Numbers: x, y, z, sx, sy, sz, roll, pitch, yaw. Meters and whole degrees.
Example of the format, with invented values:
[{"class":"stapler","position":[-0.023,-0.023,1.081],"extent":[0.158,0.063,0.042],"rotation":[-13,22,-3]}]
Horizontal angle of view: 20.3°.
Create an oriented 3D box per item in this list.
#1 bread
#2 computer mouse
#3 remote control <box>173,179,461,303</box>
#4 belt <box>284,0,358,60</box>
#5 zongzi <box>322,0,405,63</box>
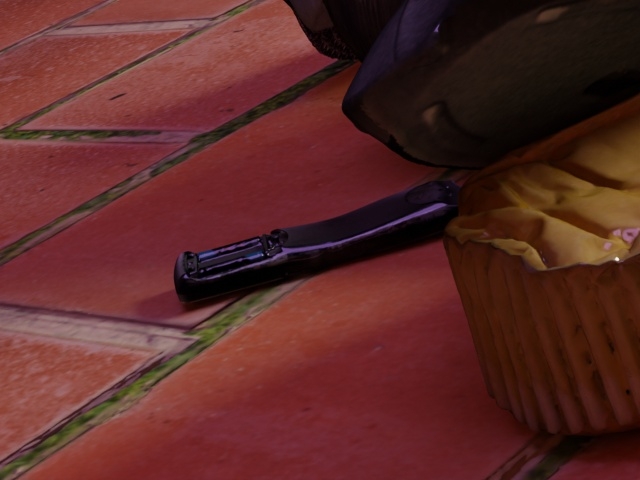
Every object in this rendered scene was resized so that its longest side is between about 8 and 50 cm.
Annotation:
[{"class":"bread","position":[0.190,0.001,0.930],"extent":[0.250,0.133,0.179],"rotation":[-31,24,-21]},{"class":"computer mouse","position":[0.132,-0.126,0.979],"extent":[0.203,0.114,0.374],"rotation":[-38,-19,27]},{"class":"remote control","position":[0.000,0.000,1.244],"extent":[0.212,0.028,0.059],"rotation":[-17,19,1]},{"class":"belt","position":[0.099,-0.279,1.581],"extent":[0.260,0.122,0.325],"rotation":[-15,-19,-32]},{"class":"zongzi","position":[0.240,-0.147,1.325],"extent":[0.403,0.208,0.432],"rotation":[-7,42,-33]}]
